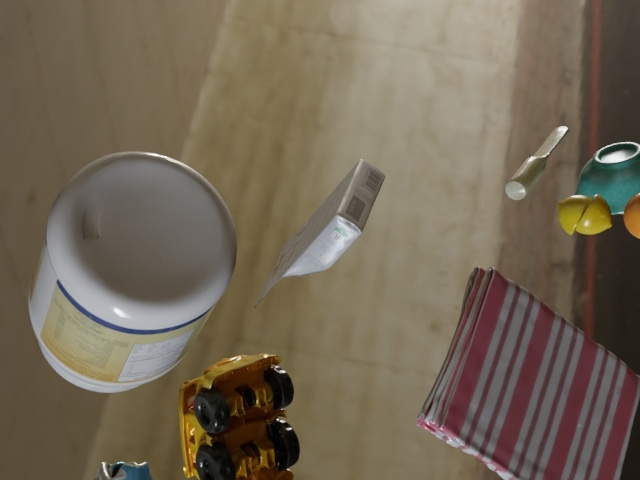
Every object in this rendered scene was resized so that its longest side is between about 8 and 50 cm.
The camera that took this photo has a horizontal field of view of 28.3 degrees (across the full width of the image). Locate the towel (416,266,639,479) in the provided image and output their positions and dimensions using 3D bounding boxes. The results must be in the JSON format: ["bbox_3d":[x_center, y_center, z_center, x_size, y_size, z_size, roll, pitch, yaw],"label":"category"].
[{"bbox_3d":[0.171,0.127,1.003,0.029,0.197,0.144,-17,44,55],"label":"towel"}]

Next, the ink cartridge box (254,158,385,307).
[{"bbox_3d":[0.000,0.000,1.930,0.224,0.056,0.181,-50,9,33],"label":"ink cartridge box"}]

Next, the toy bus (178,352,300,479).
[{"bbox_3d":[-0.149,0.267,1.936,0.211,0.149,0.220,18,117,52],"label":"toy bus"}]

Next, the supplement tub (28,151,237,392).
[{"bbox_3d":[-0.248,0.053,1.612,0.316,0.228,0.228,126,158,-59],"label":"supplement tub"}]

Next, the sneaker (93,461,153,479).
[{"bbox_3d":[-0.294,0.366,1.832,0.229,0.087,0.092,-20,70,57],"label":"sneaker"}]

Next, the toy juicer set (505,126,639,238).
[{"bbox_3d":[0.366,-0.058,1.635,0.209,0.329,0.089,-33,-62,-27],"label":"toy juicer set"}]
